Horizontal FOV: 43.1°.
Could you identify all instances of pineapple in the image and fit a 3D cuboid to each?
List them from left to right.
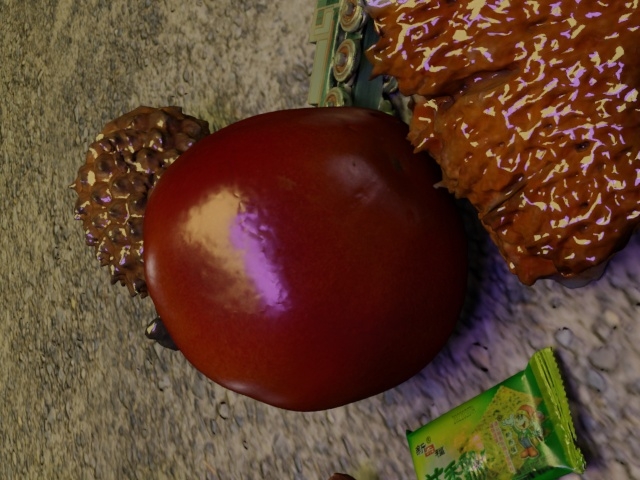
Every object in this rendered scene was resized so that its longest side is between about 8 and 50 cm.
[{"bbox_3d":[-0.151,0.014,0.968,0.223,0.223,0.357,-57,50,26],"label":"pineapple"}]

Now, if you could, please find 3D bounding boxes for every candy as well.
[{"bbox_3d":[0.139,0.172,0.674,0.178,0.032,0.102,-42,50,38],"label":"candy"}]

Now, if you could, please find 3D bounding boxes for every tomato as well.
[{"bbox_3d":[0.000,0.000,0.707,0.226,0.298,0.298,-45,48,34],"label":"tomato"}]

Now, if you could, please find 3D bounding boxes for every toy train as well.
[{"bbox_3d":[0.033,-0.184,0.872,0.125,0.081,0.194,16,97,63],"label":"toy train"}]

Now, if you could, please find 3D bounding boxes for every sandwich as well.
[{"bbox_3d":[0.171,-0.109,0.609,0.250,0.162,0.301,-4,103,25],"label":"sandwich"}]

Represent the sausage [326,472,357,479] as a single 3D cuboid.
[{"bbox_3d":[0.044,0.362,0.718,0.078,0.078,0.304,-23,65,47],"label":"sausage"}]
